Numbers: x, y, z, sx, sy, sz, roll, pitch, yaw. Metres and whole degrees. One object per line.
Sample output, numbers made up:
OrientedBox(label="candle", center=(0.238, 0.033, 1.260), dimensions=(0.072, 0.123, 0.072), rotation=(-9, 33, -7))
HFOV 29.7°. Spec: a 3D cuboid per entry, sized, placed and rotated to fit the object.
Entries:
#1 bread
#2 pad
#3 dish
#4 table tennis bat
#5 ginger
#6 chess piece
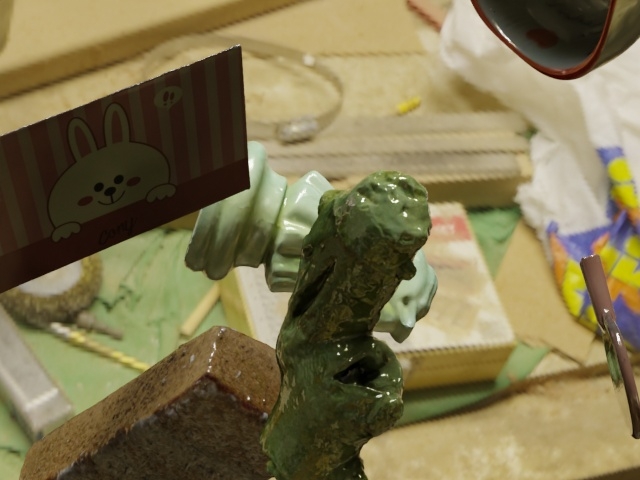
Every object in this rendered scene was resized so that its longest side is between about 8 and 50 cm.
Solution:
OrientedBox(label="bread", center=(-0.168, 0.227, 1.296), dimensions=(0.165, 0.417, 0.113), rotation=(29, 48, -26))
OrientedBox(label="pad", center=(-0.202, -0.060, 1.145), dimensions=(0.300, 0.202, 0.005), rotation=(-24, 54, -19))
OrientedBox(label="dish", center=(0.247, -0.292, 1.162), dimensions=(0.117, 0.256, 0.256), rotation=(-21, 58, -23))
OrientedBox(label="table tennis bat", center=(0.216, 0.107, 1.094), dimensions=(0.119, 0.107, 0.169), rotation=(-13, 75, 6))
OrientedBox(label="ginger", center=(0.023, 0.081, 0.976), dimensions=(0.089, 0.289, 0.137), rotation=(6, 10, -27))
OrientedBox(label="chess piece", center=(0.000, 0.000, 1.418), dimensions=(0.298, 0.175, 0.175), rotation=(20, 48, -5))
